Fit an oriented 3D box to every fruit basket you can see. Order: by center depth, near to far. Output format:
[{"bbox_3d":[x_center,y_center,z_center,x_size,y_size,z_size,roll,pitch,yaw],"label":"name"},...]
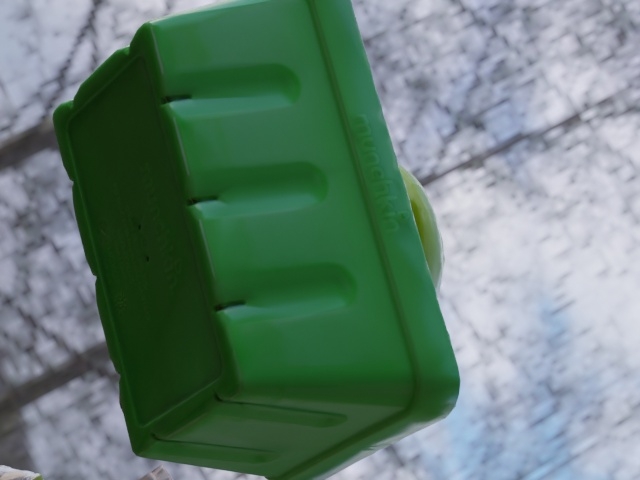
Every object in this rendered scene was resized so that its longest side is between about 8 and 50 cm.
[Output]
[{"bbox_3d":[0.000,0.000,1.519,0.283,0.392,0.392,-35,-96,49],"label":"fruit basket"}]

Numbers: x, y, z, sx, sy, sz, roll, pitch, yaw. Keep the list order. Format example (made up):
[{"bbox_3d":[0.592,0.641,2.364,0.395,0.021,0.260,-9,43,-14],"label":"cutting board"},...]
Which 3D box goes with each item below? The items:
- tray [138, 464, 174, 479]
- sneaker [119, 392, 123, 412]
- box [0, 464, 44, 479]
[{"bbox_3d":[-0.310,0.407,2.077,0.076,0.411,0.203,55,-7,-8],"label":"tray"},{"bbox_3d":[-0.156,0.041,2.060,0.410,0.158,0.182,101,-22,-53],"label":"sneaker"},{"bbox_3d":[-0.374,0.307,1.881,0.087,0.232,0.058,3,-60,44],"label":"box"}]
